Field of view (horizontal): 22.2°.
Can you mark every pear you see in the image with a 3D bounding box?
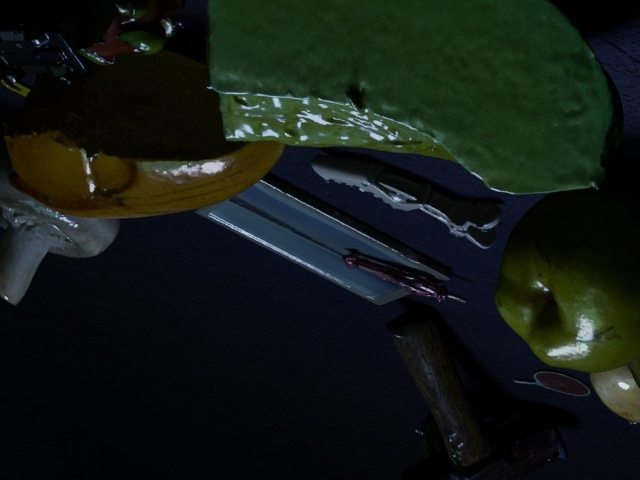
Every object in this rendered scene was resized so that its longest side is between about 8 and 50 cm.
[{"bbox_3d":[0.278,0.034,1.638,0.200,0.200,0.200,19,161,7],"label":"pear"}]

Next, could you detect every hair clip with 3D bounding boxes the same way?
[{"bbox_3d":[0.098,-0.054,1.813,0.226,0.034,0.072,24,157,-1],"label":"hair clip"}]

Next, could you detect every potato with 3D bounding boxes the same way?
[{"bbox_3d":[0.388,0.167,1.985,0.118,0.109,0.178,-6,160,11],"label":"potato"}]

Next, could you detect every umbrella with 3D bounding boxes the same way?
[{"bbox_3d":[0.104,0.050,2.050,0.165,0.025,0.027,20,178,9],"label":"umbrella"}]

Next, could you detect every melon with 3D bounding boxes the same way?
[{"bbox_3d":[0.074,-0.139,1.362,0.343,0.226,0.331,6,148,2],"label":"melon"}]

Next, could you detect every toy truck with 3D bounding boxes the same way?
[{"bbox_3d":[-0.317,-0.217,1.728,0.201,0.088,0.074,4,142,36],"label":"toy truck"}]

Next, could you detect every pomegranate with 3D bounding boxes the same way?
[{"bbox_3d":[0.227,0.299,2.521,0.161,0.122,0.122,-6,163,-10],"label":"pomegranate"}]

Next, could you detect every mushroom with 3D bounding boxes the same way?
[{"bbox_3d":[-0.372,-0.023,2.121,0.207,0.215,0.207,25,168,6],"label":"mushroom"}]

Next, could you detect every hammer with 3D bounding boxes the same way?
[{"bbox_3d":[0.188,0.231,2.320,0.409,0.242,0.095,63,179,-40],"label":"hammer"}]

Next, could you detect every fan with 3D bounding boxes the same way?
[{"bbox_3d":[0.322,0.201,2.299,0.085,0.005,0.133,35,156,-35],"label":"fan"}]

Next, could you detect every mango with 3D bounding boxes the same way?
[{"bbox_3d":[-0.183,-0.121,1.741,0.350,0.201,0.199,1,-167,28],"label":"mango"}]

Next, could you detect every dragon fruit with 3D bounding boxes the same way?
[{"bbox_3d":[-0.179,-0.233,1.531,0.142,0.138,0.175,54,-154,21],"label":"dragon fruit"}]

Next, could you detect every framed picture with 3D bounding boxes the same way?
[{"bbox_3d":[0.000,0.000,2.084,0.289,0.016,0.213,27,160,-17],"label":"framed picture"}]

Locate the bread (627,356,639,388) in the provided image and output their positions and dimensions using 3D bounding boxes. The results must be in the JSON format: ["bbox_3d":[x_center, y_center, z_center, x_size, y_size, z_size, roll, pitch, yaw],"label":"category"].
[{"bbox_3d":[0.393,0.127,1.725,0.152,0.130,0.268,48,-172,-20],"label":"bread"}]

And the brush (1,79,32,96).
[{"bbox_3d":[-0.298,-0.153,1.999,0.205,0.011,0.083,25,162,-8],"label":"brush"}]
